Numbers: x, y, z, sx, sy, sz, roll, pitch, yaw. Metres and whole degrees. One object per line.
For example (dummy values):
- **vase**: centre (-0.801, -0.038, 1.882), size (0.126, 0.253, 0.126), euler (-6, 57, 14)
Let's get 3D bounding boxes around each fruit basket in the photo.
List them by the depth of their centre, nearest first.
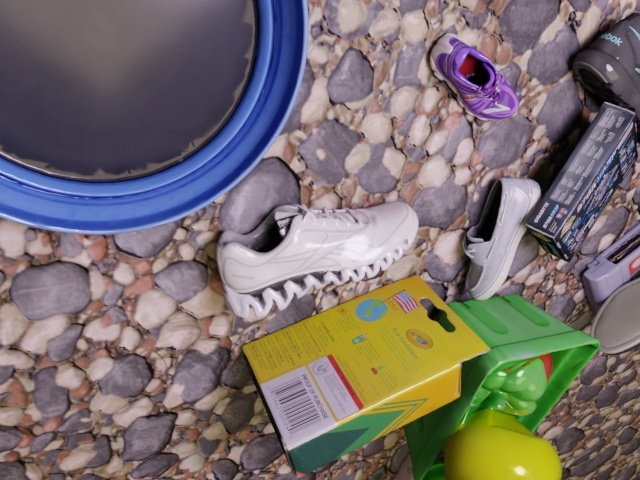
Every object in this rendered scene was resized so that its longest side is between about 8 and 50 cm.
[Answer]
- **fruit basket**: centre (0.306, 0.322, 0.902), size (0.283, 0.392, 0.392), euler (-4, 122, -26)

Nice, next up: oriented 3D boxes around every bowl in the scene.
- **bowl**: centre (-0.205, -0.191, 0.501), size (0.391, 0.077, 0.391), euler (-14, 126, -20)

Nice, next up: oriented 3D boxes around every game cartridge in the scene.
- **game cartridge**: centre (0.696, 0.040, 1.143), size (0.294, 0.060, 0.196), euler (-39, 134, 0)

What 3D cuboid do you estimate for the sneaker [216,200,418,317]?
- **sneaker**: centre (0.000, 0.000, 0.723), size (0.292, 0.110, 0.118), euler (-22, 119, -14)

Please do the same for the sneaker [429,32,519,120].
- **sneaker**: centre (0.213, -0.204, 0.714), size (0.170, 0.071, 0.068), euler (22, 109, -37)

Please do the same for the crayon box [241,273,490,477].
- **crayon box**: centre (0.065, 0.187, 0.811), size (0.319, 0.202, 0.081), euler (-21, 129, -13)

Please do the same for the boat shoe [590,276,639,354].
- **boat shoe**: centre (0.689, 0.113, 1.072), size (0.113, 0.127, 0.340), euler (41, 88, -28)

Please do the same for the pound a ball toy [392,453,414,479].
- **pound a ball toy**: centre (0.195, 0.617, 1.209), size (0.208, 0.136, 0.319), euler (10, 115, -32)

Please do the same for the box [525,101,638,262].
- **box**: centre (0.427, -0.083, 0.866), size (0.175, 0.051, 0.220), euler (24, 98, -55)

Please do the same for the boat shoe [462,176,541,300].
- **boat shoe**: centre (0.277, -0.004, 0.887), size (0.081, 0.079, 0.227), euler (10, 118, -11)

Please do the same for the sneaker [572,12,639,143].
- **sneaker**: centre (0.494, -0.232, 0.824), size (0.267, 0.101, 0.106), euler (29, 102, -38)
